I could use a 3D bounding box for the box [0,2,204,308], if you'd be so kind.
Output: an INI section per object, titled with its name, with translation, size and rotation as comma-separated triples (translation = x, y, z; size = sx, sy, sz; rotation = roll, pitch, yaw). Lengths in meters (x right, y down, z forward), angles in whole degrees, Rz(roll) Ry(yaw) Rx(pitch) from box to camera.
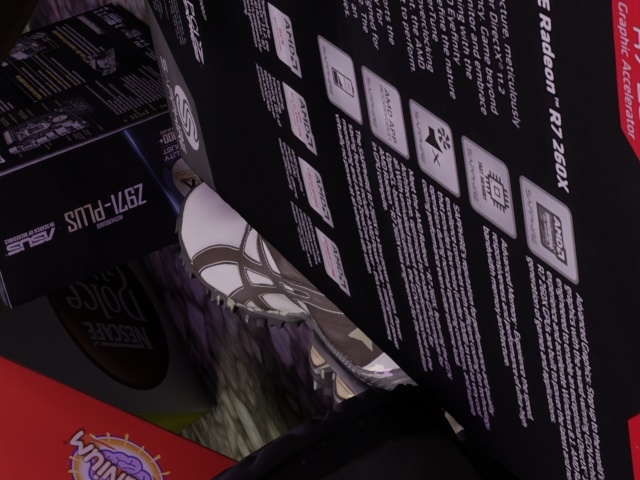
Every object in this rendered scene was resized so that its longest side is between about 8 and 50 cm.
[box]
translation = -0.142, -0.053, 0.984
size = 0.180, 0.147, 0.078
rotation = 39, 146, 55

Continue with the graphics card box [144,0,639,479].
[graphics card box]
translation = 0.042, -0.067, 0.538
size = 0.371, 0.094, 0.233
rotation = 40, 148, 53

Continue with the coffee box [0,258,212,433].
[coffee box]
translation = -0.341, 0.058, 1.177
size = 0.334, 0.338, 0.337
rotation = 62, -159, 18

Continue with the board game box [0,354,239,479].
[board game box]
translation = -0.073, 0.186, 0.923
size = 0.316, 0.064, 0.242
rotation = 22, 148, 10

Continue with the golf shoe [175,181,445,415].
[golf shoe]
translation = 0.000, 0.000, 0.789
size = 0.198, 0.077, 0.094
rotation = 37, 134, 46

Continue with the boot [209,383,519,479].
[boot]
translation = 0.057, 0.175, 0.612
size = 0.223, 0.118, 0.338
rotation = 61, -162, 18

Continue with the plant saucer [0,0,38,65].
[plant saucer]
translation = -0.163, -0.190, 0.769
size = 0.278, 0.041, 0.278
rotation = 13, -90, -81
